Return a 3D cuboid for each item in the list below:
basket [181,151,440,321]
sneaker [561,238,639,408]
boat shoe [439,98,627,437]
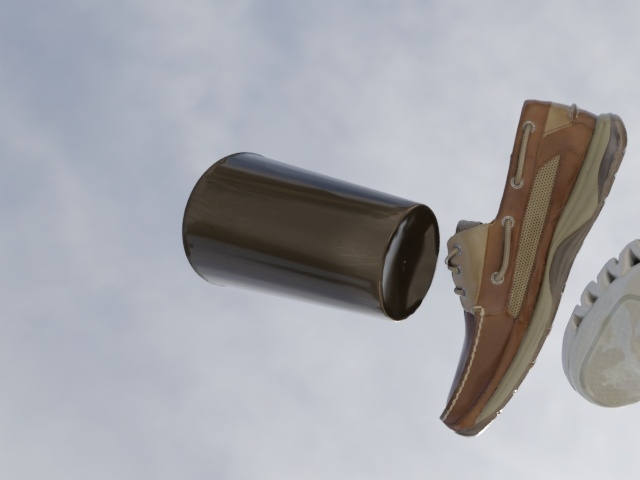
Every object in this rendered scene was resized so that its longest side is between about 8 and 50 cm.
[{"bbox_3d":[0.000,0.000,1.419,0.204,0.226,0.154,4,-81,-58],"label":"basket"},{"bbox_3d":[0.280,0.040,0.870,0.110,0.292,0.118,33,-144,-26],"label":"sneaker"},{"bbox_3d":[0.172,0.021,1.213,0.116,0.123,0.324,23,-90,6],"label":"boat shoe"}]
